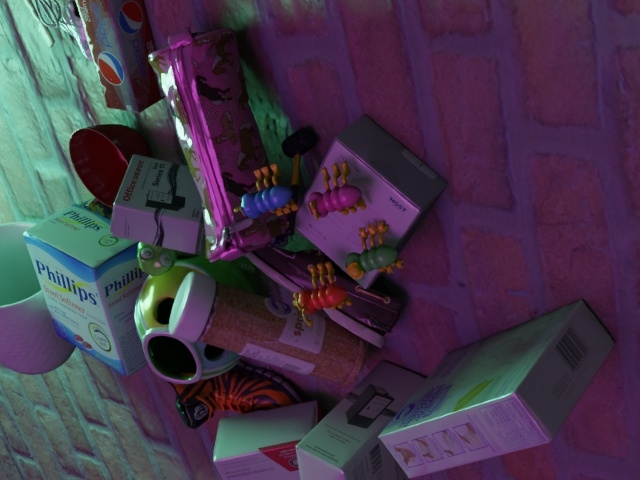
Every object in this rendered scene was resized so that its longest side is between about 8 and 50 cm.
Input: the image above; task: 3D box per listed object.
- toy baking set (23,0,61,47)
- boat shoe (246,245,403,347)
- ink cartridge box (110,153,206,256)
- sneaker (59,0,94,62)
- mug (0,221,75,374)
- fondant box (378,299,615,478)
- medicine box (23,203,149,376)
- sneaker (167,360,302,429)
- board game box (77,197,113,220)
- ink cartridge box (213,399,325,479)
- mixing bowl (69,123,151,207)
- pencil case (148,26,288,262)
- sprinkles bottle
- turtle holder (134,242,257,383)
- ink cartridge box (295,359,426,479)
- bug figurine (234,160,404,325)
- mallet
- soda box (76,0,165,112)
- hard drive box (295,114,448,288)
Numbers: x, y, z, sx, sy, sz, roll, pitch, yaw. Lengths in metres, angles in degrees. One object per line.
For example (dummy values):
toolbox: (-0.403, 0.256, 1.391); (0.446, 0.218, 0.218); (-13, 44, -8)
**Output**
toy baking set: (-0.548, -0.502, 1.833); (0.196, 0.030, 0.256); (39, 133, 27)
boat shoe: (0.002, 0.073, 1.769); (0.324, 0.097, 0.116); (32, 178, 25)
ink cartridge box: (-0.269, -0.064, 1.800); (0.208, 0.153, 0.087); (12, 134, -4)
sneaker: (-0.435, -0.390, 1.833); (0.152, 0.053, 0.061); (46, 138, 4)
mug: (-0.669, 0.166, 2.354); (0.374, 0.276, 0.328); (2, 137, 5)
fondant box: (0.273, 0.241, 1.541); (0.096, 0.238, 0.330); (51, 140, -4)
medicine box: (-0.472, 0.103, 2.087); (0.263, 0.149, 0.289); (21, 134, 38)
sneaker: (-0.197, 0.355, 2.107); (0.321, 0.180, 0.125); (20, 133, 30)
board game box: (-0.499, -0.008, 2.199); (0.141, 0.048, 0.170); (-14, 111, 45)
ink cartridge box: (-0.067, 0.503, 2.055); (0.226, 0.131, 0.306); (-15, 120, 11)
mixing bowl: (-0.405, -0.164, 1.949); (0.181, 0.098, 0.181); (24, 134, 28)
pencil case: (-0.168, -0.162, 1.630); (0.167, 0.160, 0.386); (2, 109, 62)
sprinkles bottle: (-0.093, 0.166, 1.781); (0.355, 0.121, 0.121); (19, 143, -17)
turtle holder: (-0.246, 0.134, 1.906); (0.243, 0.227, 0.320); (20, 130, 5)
ink cartridge box: (0.089, 0.387, 1.801); (0.114, 0.273, 0.198); (20, 132, 34)
bug figurine: (0.000, 0.000, 1.536); (0.216, 0.072, 0.279); (-21, 111, 25)
mallet: (-0.037, -0.101, 1.622); (0.039, 0.190, 0.062); (18, 147, -30)
soda box: (-0.364, -0.369, 1.760); (0.092, 0.083, 0.263); (14, 129, 34)
hard drive box: (0.074, -0.059, 1.602); (0.181, 0.089, 0.232); (41, 140, 9)
